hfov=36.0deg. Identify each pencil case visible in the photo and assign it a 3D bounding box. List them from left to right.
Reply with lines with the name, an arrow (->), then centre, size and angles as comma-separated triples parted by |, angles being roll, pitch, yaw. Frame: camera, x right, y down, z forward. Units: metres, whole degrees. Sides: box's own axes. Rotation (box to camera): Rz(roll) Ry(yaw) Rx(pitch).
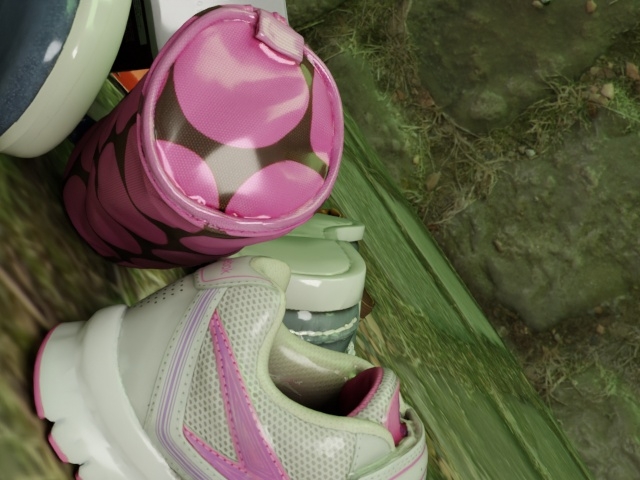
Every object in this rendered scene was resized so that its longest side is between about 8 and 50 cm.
pencil case -> -0.061, -0.041, 0.442 | 0.095, 0.098, 0.209 | 34, -15, -19

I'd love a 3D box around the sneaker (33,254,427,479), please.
sneaker -> 0.002, 0.111, 0.403 | 0.252, 0.111, 0.103 | 52, 10, -13

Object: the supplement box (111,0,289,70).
supplement box -> -0.098, -0.165, 0.572 | 0.239, 0.073, 0.130 | -161, -117, -64

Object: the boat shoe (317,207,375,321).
boat shoe -> 0.000, 0.000, 0.913 | 0.178, 0.060, 0.064 | 52, 10, -15

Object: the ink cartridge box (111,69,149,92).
ink cartridge box -> -0.167, -0.188, 0.814 | 0.145, 0.045, 0.179 | 49, 9, -25

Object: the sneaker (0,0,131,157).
sneaker -> -0.202, -0.187, 0.472 | 0.148, 0.131, 0.350 | 17, 37, -47

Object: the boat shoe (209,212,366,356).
boat shoe -> -0.028, 0.035, 0.666 | 0.319, 0.116, 0.099 | -107, -157, -80
